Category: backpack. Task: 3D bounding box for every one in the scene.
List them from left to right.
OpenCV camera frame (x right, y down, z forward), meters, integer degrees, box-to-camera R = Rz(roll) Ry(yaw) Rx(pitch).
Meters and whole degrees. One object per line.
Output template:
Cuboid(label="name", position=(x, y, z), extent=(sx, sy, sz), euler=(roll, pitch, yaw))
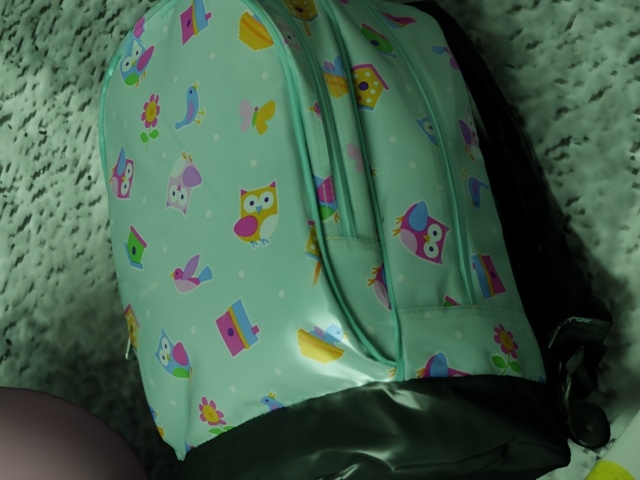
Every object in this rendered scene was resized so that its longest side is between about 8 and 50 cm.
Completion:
Cuboid(label="backpack", position=(0.000, 0.000, 0.566), extent=(0.152, 0.115, 0.182), euler=(-24, 69, 38))

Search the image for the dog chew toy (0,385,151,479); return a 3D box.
Cuboid(label="dog chew toy", position=(-0.079, 0.192, 0.562), extent=(0.206, 0.206, 0.332), euler=(-42, 57, 29))

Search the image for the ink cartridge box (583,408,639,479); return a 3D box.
Cuboid(label="ink cartridge box", position=(0.136, 0.101, 0.468), extent=(0.134, 0.078, 0.231), euler=(46, 114, 31))
